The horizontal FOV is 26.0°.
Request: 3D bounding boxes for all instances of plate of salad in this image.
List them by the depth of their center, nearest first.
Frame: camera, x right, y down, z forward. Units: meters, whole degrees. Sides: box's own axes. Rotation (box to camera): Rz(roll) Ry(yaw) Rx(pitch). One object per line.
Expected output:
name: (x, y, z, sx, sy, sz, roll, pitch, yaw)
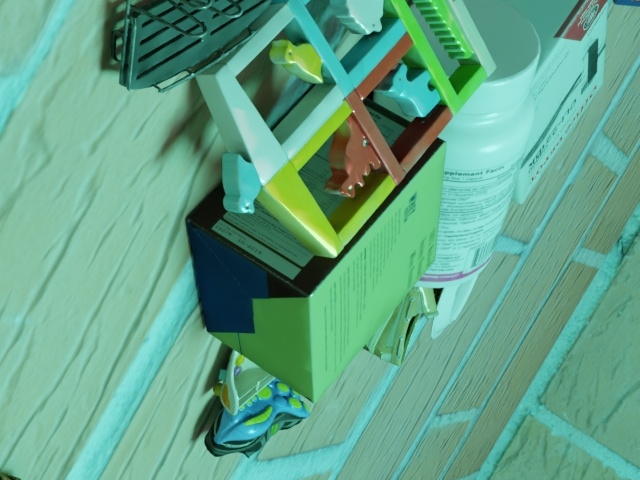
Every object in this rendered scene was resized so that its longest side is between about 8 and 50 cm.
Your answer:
plate of salad: (0.188, 0.043, 1.932, 0.200, 0.048, 0.200, -60, 165, -28)

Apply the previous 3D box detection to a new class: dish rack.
dish rack: (-0.048, -0.219, 0.915, 0.208, 0.074, 0.272, -38, 153, -43)

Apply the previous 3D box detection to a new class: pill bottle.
pill bottle: (0.124, -0.098, 1.388, 0.160, 0.160, 0.283, -43, 156, -36)

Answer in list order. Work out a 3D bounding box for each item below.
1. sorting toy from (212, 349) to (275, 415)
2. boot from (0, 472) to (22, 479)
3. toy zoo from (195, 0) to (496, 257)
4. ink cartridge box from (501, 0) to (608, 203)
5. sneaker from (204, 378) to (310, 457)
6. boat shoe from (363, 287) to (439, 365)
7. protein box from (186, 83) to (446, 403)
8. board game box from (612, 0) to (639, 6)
sorting toy: (-0.076, 0.123, 1.421, 0.083, 0.044, 0.075, -37, 144, -46)
boot: (-0.284, 0.276, 1.099, 0.152, 0.072, 0.197, 76, 37, -66)
toy zoo: (0.017, -0.123, 1.126, 0.293, 0.030, 0.192, -50, 124, -25)
ink cartridge box: (0.230, -0.190, 1.576, 0.197, 0.114, 0.273, -55, 161, -12)
sneaker: (-0.072, 0.193, 1.520, 0.078, 0.067, 0.188, -42, 169, 22)
boat shoe: (0.123, 0.075, 1.781, 0.068, 0.072, 0.190, -23, 140, -59)
protein box: (0.000, 0.000, 1.269, 0.201, 0.136, 0.200, -48, 158, -25)
board game box: (0.354, -0.386, 1.476, 0.194, 0.060, 0.194, 110, -23, -53)
